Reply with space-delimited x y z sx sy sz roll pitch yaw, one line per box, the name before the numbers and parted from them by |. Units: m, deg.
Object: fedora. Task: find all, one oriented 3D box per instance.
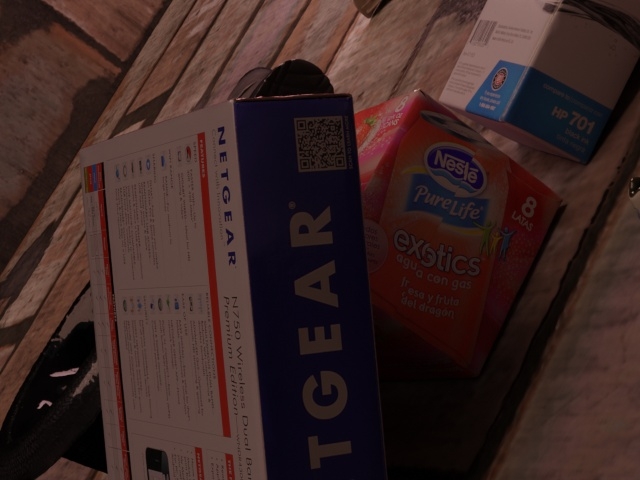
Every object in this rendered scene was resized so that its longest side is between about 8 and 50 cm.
fedora | -0.160 0.123 1.370 0.334 0.152 0.334 -50 14 17

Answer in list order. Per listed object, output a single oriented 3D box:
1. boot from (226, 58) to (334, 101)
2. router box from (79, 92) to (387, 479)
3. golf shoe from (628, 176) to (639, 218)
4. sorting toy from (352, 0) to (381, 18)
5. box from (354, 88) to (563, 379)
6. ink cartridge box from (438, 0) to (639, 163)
boot | -0.122 -0.060 1.704 0.338 0.118 0.223 -47 14 -12
router box | -0.066 0.086 1.006 0.301 0.082 0.335 -4 91 64
golf shoe | 0.242 -0.059 0.798 0.176 0.086 0.069 -49 17 12
sorting toy | 0.057 -0.310 1.717 0.083 0.075 0.045 -38 25 41
box | 0.023 0.008 1.133 0.154 0.142 0.300 -62 20 -19
ink cartridge box | 0.179 -0.165 1.102 0.190 0.082 0.139 -63 18 3
